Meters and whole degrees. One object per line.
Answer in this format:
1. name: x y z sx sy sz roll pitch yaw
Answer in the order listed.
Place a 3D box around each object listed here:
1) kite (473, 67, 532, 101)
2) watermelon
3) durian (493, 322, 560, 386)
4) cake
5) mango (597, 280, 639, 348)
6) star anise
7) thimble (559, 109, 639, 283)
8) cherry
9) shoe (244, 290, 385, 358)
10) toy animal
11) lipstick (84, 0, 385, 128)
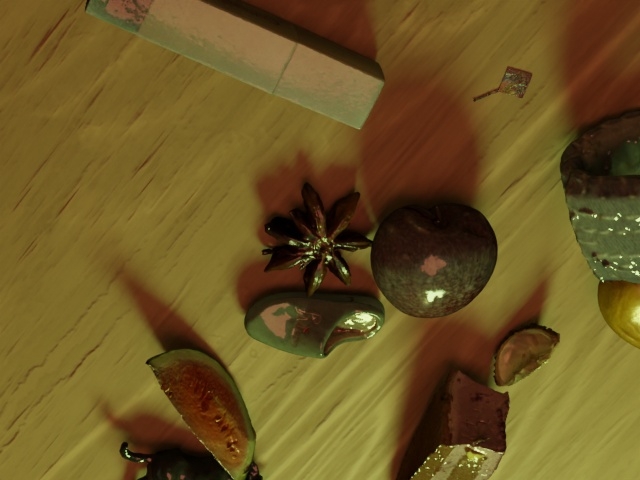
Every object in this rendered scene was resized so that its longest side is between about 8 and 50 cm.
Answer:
1. kite: 0.237 -0.203 1.849 0.078 0.002 0.044 -4 117 -4
2. watermelon: -0.159 0.232 1.968 0.063 0.119 0.245 -21 117 18
3. durian: 0.286 0.156 2.000 0.052 0.066 0.130 40 120 -11
4. cake: 0.183 0.332 2.055 0.116 0.113 0.295 15 129 -5
5. mango: 0.465 0.092 1.962 0.147 0.109 0.227 -19 133 16
6. star anise: -0.001 0.000 1.899 0.168 0.057 0.168 -2 118 -3
7. thimble: 0.433 -0.056 1.829 0.236 0.205 0.172 -18 118 3
8. cherry: 0.146 0.029 1.882 0.176 0.140 0.176 -9 127 -13
9. shoe: -0.004 0.120 1.943 0.195 0.078 0.079 -3 132 -9
10. toy animal: -0.190 0.353 2.060 0.232 0.084 0.148 19 102 -13
11. lipstick: -0.102 -0.249 1.753 0.371 0.076 0.080 21 112 -15
